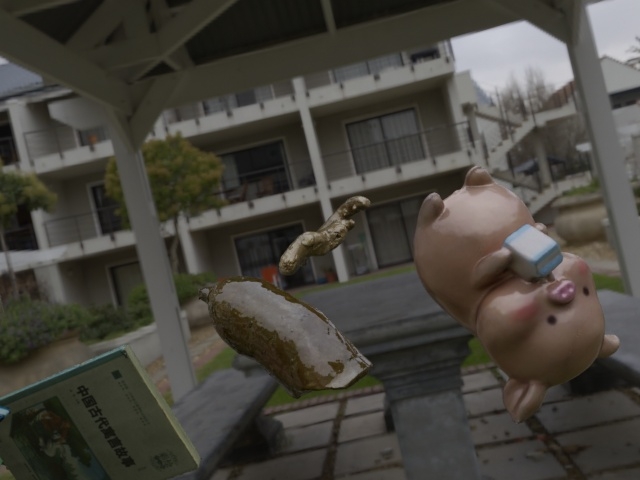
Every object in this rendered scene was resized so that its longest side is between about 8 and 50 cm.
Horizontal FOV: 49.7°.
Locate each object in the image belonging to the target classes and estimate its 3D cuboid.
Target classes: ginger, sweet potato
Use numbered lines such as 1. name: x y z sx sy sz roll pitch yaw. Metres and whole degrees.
1. ginger: -0.006 0.006 1.359 0.259 0.065 0.149 -43 -2 -41
2. sweet potato: -0.078 0.154 1.198 0.370 0.157 0.158 35 25 24

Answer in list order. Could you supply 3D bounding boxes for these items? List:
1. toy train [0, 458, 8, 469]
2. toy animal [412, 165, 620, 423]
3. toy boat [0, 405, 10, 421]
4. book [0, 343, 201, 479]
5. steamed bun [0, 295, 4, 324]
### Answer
1. toy train: -0.542 0.408 1.330 0.178 0.104 0.071 23 -3 -21
2. toy animal: 0.256 0.057 0.900 0.195 0.256 0.212 -27 -38 -17
3. toy boat: -0.501 0.250 0.766 0.300 0.096 0.062 -19 2 -24
4. book: -0.340 0.283 0.996 0.283 0.214 0.025 -25 14 16
5. steamed bun: -0.930 0.187 1.728 0.239 0.152 0.170 -38 -13 -32
